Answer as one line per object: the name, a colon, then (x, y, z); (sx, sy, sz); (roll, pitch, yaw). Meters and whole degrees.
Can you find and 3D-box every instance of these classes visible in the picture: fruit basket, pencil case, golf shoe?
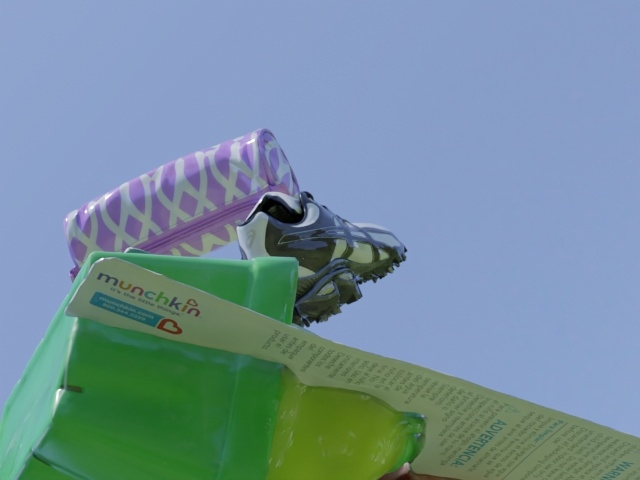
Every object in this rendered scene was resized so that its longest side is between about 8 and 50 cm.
fruit basket: (-0.003, 0.135, 0.999); (0.353, 0.165, 0.327); (13, -35, -17)
pencil case: (-0.117, -0.021, 1.485); (0.206, 0.088, 0.086); (-25, -72, 13)
golf shoe: (0.000, 0.000, 1.237); (0.077, 0.094, 0.198); (-30, 1, 18)
